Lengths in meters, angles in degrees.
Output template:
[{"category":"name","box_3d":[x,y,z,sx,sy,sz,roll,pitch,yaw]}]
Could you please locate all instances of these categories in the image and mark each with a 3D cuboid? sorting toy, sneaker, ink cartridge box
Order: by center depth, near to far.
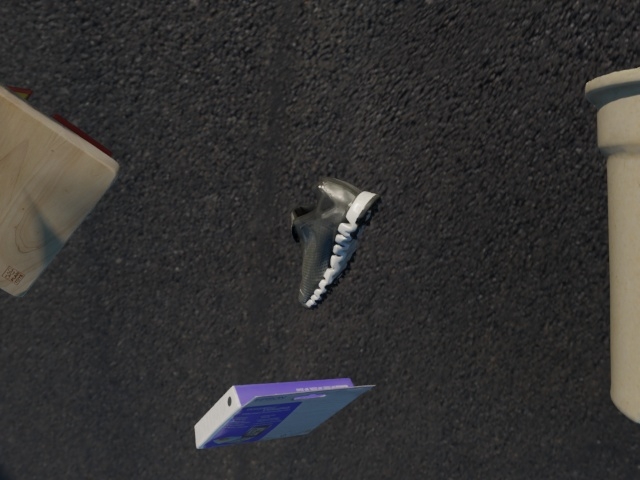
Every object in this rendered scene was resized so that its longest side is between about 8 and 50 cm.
[{"category":"sorting toy","box_3d":[-0.427,-0.093,0.930,0.255,0.089,0.257,36,116,-20]},{"category":"sneaker","box_3d":[0.000,0.000,1.021,0.106,0.078,0.234,34,132,12]},{"category":"ink cartridge box","box_3d":[-0.056,0.247,1.071,0.206,0.045,0.208,3,147,-34]}]

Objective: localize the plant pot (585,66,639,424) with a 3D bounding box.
[{"category":"plant pot","box_3d":[0.393,0.021,0.639,0.334,0.334,0.305,8,95,21]}]
